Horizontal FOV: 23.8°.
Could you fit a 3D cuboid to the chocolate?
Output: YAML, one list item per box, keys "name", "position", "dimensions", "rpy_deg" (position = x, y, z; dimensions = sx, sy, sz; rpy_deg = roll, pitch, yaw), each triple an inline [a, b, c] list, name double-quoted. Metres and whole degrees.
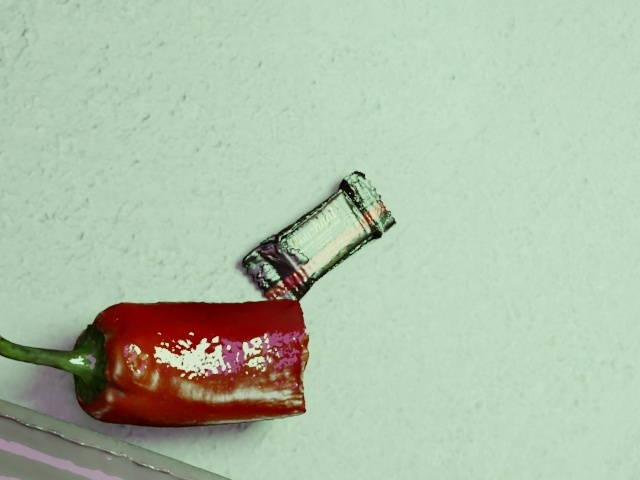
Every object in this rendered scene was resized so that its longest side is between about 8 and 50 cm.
- name: "chocolate"
  position: [0.000, 0.000, 1.701]
  dimensions: [0.182, 0.028, 0.086]
  rpy_deg: [-41, 97, -21]

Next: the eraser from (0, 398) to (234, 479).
- name: "eraser"
  position: [-0.273, 0.316, 1.487]
  dimensions: [0.359, 0.122, 0.272]
  rpy_deg: [20, 73, -9]

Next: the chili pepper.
- name: "chili pepper"
  position: [-0.185, 0.127, 1.556]
  dimensions: [0.338, 0.131, 0.134]
  rpy_deg: [-2, 101, -21]
